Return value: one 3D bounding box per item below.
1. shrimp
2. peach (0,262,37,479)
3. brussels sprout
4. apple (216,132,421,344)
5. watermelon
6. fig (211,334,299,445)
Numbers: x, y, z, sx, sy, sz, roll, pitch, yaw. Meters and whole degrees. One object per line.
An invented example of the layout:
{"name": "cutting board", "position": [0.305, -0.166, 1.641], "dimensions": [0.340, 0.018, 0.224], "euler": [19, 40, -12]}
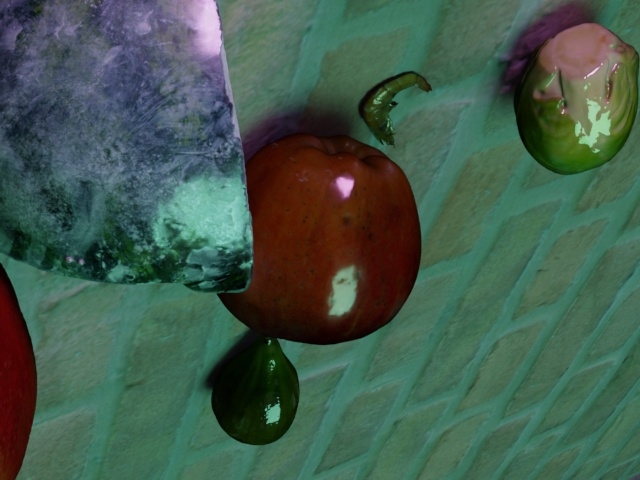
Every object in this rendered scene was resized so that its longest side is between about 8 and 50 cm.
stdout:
{"name": "shrimp", "position": [0.086, -0.141, 1.639], "dimensions": [0.083, 0.023, 0.114], "euler": [-33, 151, -5]}
{"name": "peach", "position": [-0.380, 0.115, 1.246], "dimensions": [0.307, 0.308, 0.332], "euler": [1, 136, -49]}
{"name": "brussels sprout", "position": [0.291, -0.157, 1.697], "dimensions": [0.161, 0.144, 0.181], "euler": [-48, 156, -3]}
{"name": "apple", "position": [0.001, 0.000, 1.586], "dimensions": [0.234, 0.234, 0.234], "euler": [-26, 154, -14]}
{"name": "watermelon", "position": [-0.187, -0.089, 1.235], "dimensions": [0.289, 0.320, 0.214], "euler": [-18, -166, 9]}
{"name": "fig", "position": [-0.073, 0.180, 1.942], "dimensions": [0.117, 0.117, 0.177], "euler": [-9, 132, -40]}
